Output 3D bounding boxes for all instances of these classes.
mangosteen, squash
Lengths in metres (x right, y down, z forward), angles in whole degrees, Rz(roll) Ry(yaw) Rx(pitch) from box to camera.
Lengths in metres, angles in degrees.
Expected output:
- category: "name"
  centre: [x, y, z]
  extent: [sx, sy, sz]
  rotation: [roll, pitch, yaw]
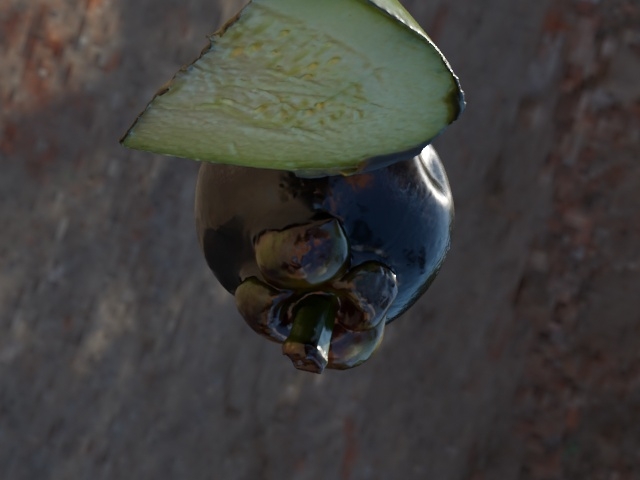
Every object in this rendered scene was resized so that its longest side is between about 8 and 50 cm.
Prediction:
- category: "mangosteen"
  centre: [0.000, 0.000, 1.864]
  extent: [0.275, 0.275, 0.302]
  rotation: [86, 7, -52]
- category: "squash"
  centre: [0.006, -0.107, 1.361]
  extent: [0.237, 0.155, 0.204]
  rotation: [-36, -179, 44]
